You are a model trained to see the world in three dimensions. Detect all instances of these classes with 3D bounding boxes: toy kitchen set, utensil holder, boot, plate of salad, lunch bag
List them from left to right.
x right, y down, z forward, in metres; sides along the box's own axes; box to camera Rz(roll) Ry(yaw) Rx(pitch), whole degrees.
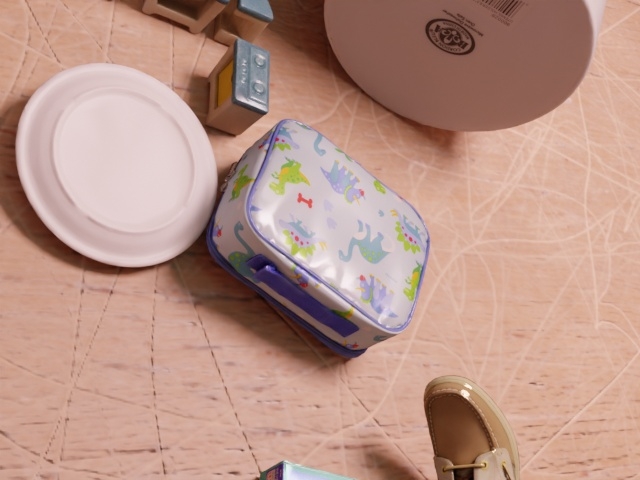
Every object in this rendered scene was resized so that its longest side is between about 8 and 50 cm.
[{"bbox_3d":[-0.189,-0.069,0.981,0.199,0.048,0.200,11,69,-31],"label":"plate of salad"},{"bbox_3d":[-0.140,-0.226,1.057,0.207,0.122,0.166,18,55,-27],"label":"toy kitchen set"},{"bbox_3d":[0.000,0.000,1.042,0.219,0.090,0.176,36,45,-21],"label":"lunch bag"},{"bbox_3d":[0.130,0.245,0.950,0.165,0.077,0.213,-42,115,-59],"label":"boot"},{"bbox_3d":[0.195,-0.367,1.258,0.327,0.327,0.386,32,53,-17],"label":"utensil holder"}]

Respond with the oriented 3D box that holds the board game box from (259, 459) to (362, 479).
[{"bbox_3d":[0.019,0.311,0.906,0.160,0.047,0.210,20,55,-25],"label":"board game box"}]
